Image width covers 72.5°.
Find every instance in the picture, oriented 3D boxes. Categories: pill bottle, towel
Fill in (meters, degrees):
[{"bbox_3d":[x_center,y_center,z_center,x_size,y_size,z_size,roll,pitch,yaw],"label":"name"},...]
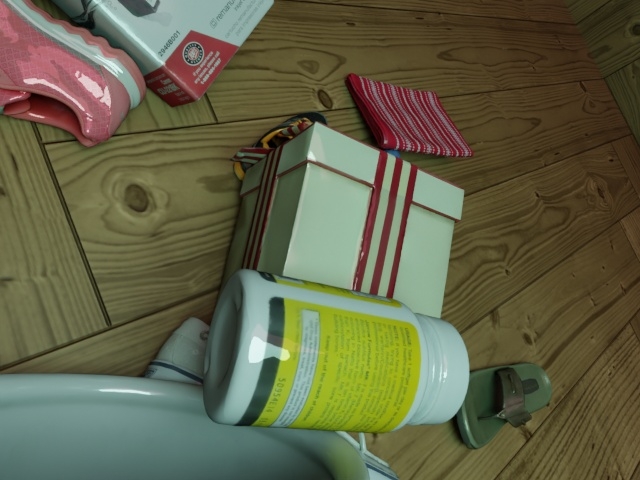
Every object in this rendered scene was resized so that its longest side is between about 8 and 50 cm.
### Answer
[{"bbox_3d":[0.016,0.101,0.377,0.208,0.119,0.119,14,65,-23],"label":"pill bottle"},{"bbox_3d":[0.192,-0.260,0.920,0.274,0.031,0.199,-3,58,-35],"label":"towel"}]

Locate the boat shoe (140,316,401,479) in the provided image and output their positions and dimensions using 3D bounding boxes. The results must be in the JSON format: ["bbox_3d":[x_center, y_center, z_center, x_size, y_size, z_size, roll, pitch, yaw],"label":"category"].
[{"bbox_3d":[-0.034,0.209,0.567,0.367,0.136,0.157,31,54,-9],"label":"boat shoe"}]

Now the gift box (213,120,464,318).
[{"bbox_3d":[0.000,0.000,0.591,0.255,0.276,0.258,19,78,-31],"label":"gift box"}]

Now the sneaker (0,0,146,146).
[{"bbox_3d":[-0.373,-0.221,0.504,0.313,0.116,0.136,26,61,-24],"label":"sneaker"}]

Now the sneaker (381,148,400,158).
[{"bbox_3d":[0.110,-0.142,0.837,0.059,0.053,0.144,34,55,-16],"label":"sneaker"}]

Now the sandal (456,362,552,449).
[{"bbox_3d":[0.353,0.287,0.811,0.302,0.086,0.120,-8,76,-36],"label":"sandal"}]

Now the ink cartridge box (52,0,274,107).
[{"bbox_3d":[-0.228,-0.346,0.569,0.273,0.114,0.197,41,75,-34],"label":"ink cartridge box"}]

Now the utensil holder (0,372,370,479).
[{"bbox_3d":[-0.161,0.311,0.269,0.327,0.327,0.386,16,80,-28],"label":"utensil holder"}]

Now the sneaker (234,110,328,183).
[{"bbox_3d":[-0.045,-0.161,0.721,0.084,0.083,0.215,48,52,-7],"label":"sneaker"}]
